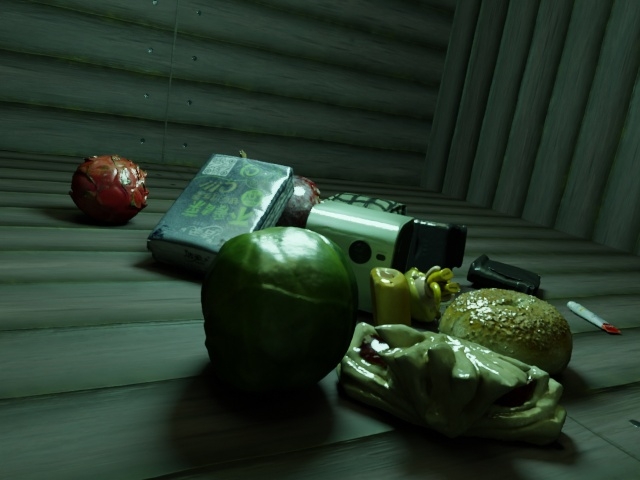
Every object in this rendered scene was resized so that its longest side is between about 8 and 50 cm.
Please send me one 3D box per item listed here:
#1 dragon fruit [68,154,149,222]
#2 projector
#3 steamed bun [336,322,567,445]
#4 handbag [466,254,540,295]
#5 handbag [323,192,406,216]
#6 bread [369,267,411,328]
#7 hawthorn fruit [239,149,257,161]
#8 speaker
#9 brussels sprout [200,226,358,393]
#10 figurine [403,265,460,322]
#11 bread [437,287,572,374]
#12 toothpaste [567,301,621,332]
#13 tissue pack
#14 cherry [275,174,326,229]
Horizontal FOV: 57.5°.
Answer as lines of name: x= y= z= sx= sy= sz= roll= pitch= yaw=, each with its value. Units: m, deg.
dragon fruit: x=-0.702 y=-0.173 z=1.954 sx=0.252 sy=0.241 sz=0.241 roll=22 pitch=7 yaw=-26
projector: x=0.098 y=0.041 z=1.572 sx=0.249 sy=0.249 sz=0.248 roll=13 pitch=13 yaw=17
steamed bun: x=0.221 y=0.236 z=1.016 sx=0.427 sy=0.189 sz=0.247 roll=14 pitch=22 yaw=17
handbag: x=0.618 y=0.129 z=1.960 sx=0.223 sy=0.080 sz=0.247 roll=23 pitch=15 yaw=21
handbag: x=0.141 y=-0.082 z=2.339 sx=0.325 sy=0.163 sz=0.327 roll=12 pitch=21 yaw=25
bread: x=0.167 y=0.150 z=1.365 sx=0.085 sy=0.173 sz=0.134 roll=-7 pitch=16 yaw=-4
hawthorn fruit: x=-0.268 y=-0.177 z=2.135 sx=0.275 sy=0.308 sz=0.276 roll=-3 pitch=13 yaw=1
speaker: x=0.264 y=0.007 z=1.855 sx=0.388 sy=0.180 sz=0.184 roll=9 pitch=9 yaw=12
brussels sprout: x=-0.075 y=0.121 z=1.070 sx=0.281 sy=0.289 sz=0.354 roll=-5 pitch=-7 yaw=-12
figurine: x=0.267 y=0.135 z=1.484 sx=0.131 sy=0.156 sz=0.246 roll=-21 pitch=-14 yaw=-22
bread: x=0.427 y=0.201 z=1.332 sx=0.305 sy=0.159 sz=0.305 roll=10 pitch=14 yaw=-2
toothpaste: x=0.817 y=0.232 z=1.758 sx=0.048 sy=0.031 sz=0.190 roll=8 pitch=16 yaw=-21
tissue pack: x=-0.276 y=-0.080 z=1.686 sx=0.287 sy=0.124 sz=0.394 roll=12 pitch=48 yaw=16
cherry: x=-0.119 y=-0.112 z=1.944 sx=0.300 sy=0.203 sz=0.230 roll=-7 pitch=33 yaw=2
